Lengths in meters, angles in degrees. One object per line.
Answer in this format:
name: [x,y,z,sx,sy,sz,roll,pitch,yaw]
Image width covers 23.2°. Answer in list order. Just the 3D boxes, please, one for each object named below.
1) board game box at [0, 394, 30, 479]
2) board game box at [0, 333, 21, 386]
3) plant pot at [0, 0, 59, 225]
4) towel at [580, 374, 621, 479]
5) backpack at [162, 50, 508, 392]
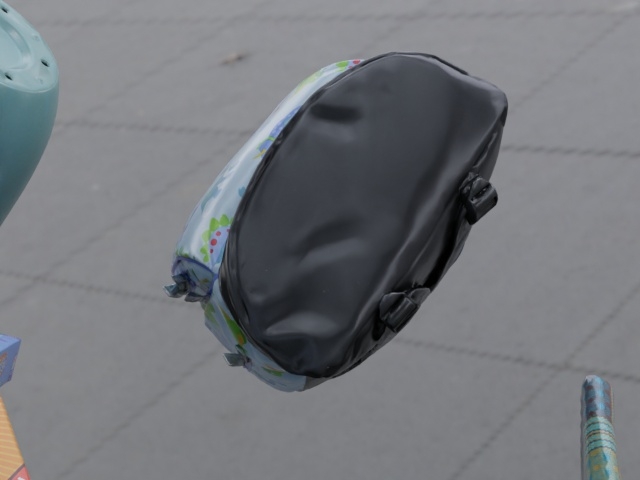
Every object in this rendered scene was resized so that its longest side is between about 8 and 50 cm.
board game box: [-0.547,0.300,1.656,0.356,0.356,0.356,2,36,-30]
board game box: [-0.368,0.099,1.411,0.160,0.047,0.210,15,2,-3]
plant pot: [-0.433,-0.151,1.741,0.235,0.293,0.293,-47,14,24]
towel: [0.230,0.326,1.220,0.040,0.271,0.370,-1,39,7]
backpack: [0.000,0.000,1.372,0.273,0.355,0.290,31,77,14]
